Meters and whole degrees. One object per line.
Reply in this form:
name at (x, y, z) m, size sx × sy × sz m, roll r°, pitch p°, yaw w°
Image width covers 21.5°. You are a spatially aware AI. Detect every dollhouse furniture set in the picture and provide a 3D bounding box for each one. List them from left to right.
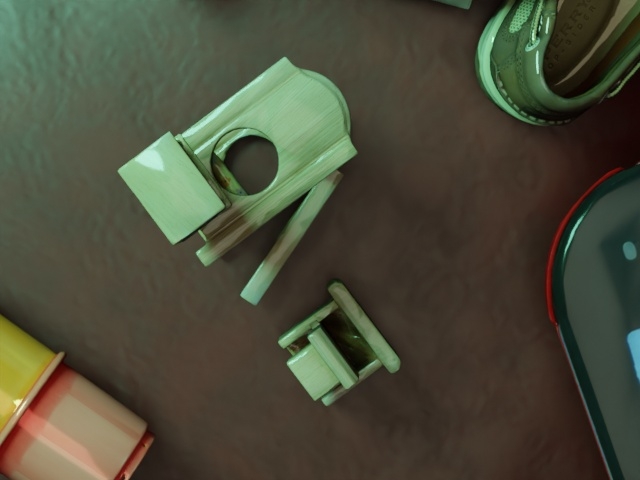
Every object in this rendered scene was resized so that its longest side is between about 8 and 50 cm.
dollhouse furniture set at (0.000, 0.000, 0.812) m, size 0.101 × 0.182 × 0.161 m, roll -37°, pitch 92°, yaw 1°

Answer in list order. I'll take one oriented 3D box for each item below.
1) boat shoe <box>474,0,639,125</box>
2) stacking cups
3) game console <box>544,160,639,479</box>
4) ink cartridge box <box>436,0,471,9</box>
boat shoe at (0.175, -0.169, 0.846) m, size 0.095 × 0.095 × 0.257 m, roll 27°, pitch 93°, yaw -9°
stacking cups at (-0.226, 0.029, 0.858) m, size 0.316 × 0.096 × 0.096 m, roll 32°, pitch 92°, yaw -4°
game console at (0.322, 0.106, 0.883) m, size 0.342 × 0.060 × 0.386 m, roll -19°, pitch 93°, yaw 1°
ink cartridge box at (0.040, -0.185, 0.851) m, size 0.181 × 0.061 × 0.104 m, roll 16°, pitch 81°, yaw 2°
